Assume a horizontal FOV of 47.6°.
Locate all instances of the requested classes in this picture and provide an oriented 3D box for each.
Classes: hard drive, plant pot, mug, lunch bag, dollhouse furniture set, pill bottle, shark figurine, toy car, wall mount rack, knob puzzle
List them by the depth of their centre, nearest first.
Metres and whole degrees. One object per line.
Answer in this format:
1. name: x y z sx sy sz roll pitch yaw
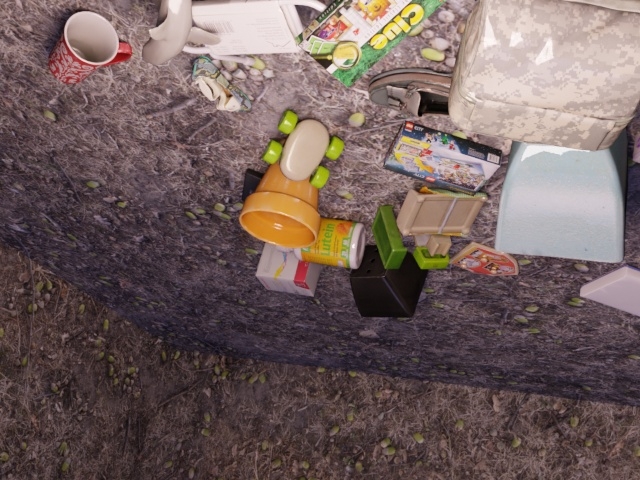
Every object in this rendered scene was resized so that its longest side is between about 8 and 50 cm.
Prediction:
1. lunch bag: 0.373 -0.299 1.140 0.305 0.213 0.256 12 157 5
2. shark figurine: -0.266 -0.396 1.203 0.166 0.116 0.278 17 136 19
3. wall mount rack: -0.105 -0.393 1.334 0.350 0.130 0.304 5 151 22
4. plant pot: 0.480 -0.140 1.422 0.247 0.247 0.252 6 138 20
5. mug: -0.504 -0.397 1.569 0.150 0.113 0.169 30 155 -28
6. toy car: -0.056 -0.219 1.729 0.155 0.149 0.188 27 -177 -18
7. plant pot: -0.085 -0.108 1.863 0.205 0.188 0.205 13 156 6
8. dollhouse furniture set: 0.277 -0.072 1.891 0.197 0.151 0.301 -1 142 -16
9. hard drive: -0.168 -0.138 2.013 0.094 0.022 0.135 23 148 3
10. hard drive: 0.937 0.163 2.054 0.318 0.040 0.210 19 156 -9
11. pill bottle: 0.000 0.000 2.117 0.245 0.136 0.136 8 156 14
12. knob puzzle: 0.492 0.073 2.128 0.213 0.030 0.213 12 156 5
13. plant pot: 0.193 0.113 2.221 0.187 0.188 0.167 -3 139 36

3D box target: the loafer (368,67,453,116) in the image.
1. loafer: 0.214 -0.282 1.430 0.267 0.084 0.096 3 154 24

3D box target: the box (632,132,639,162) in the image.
1. box: 0.688 -0.229 1.299 0.067 0.063 0.324 19 156 -8

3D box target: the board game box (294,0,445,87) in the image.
1. board game box: 0.096 -0.376 1.189 0.259 0.030 0.136 -39 137 22

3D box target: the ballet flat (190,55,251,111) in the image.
1. ballet flat: -0.225 -0.327 1.613 0.070 0.070 0.188 -4 151 36

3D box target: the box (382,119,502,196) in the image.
1. box: 0.275 -0.185 1.661 0.233 0.044 0.159 17 156 -5

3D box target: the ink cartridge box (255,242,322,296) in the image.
1. ink cartridge box: -0.104 0.095 2.400 0.176 0.127 0.128 6 156 18
